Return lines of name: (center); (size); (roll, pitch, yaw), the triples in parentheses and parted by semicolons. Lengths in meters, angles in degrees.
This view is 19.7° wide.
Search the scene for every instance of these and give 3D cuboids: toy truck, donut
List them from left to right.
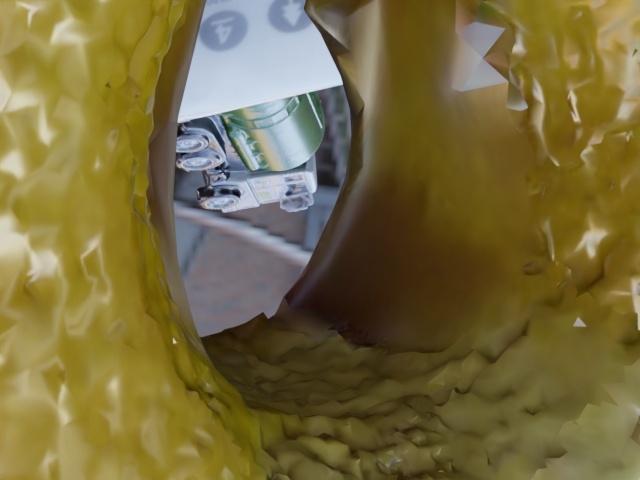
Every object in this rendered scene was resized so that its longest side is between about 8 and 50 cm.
toy truck: (-0.061, -0.105, 1.532); (0.125, 0.101, 0.242); (-9, 161, 5)
donut: (0.000, 0.000, 0.558); (0.435, 0.377, 0.163); (1, 178, -35)

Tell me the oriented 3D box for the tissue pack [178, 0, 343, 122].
tissue pack: (-0.027, -0.211, 0.877); (0.357, 0.266, 0.194); (-14, 138, -8)
